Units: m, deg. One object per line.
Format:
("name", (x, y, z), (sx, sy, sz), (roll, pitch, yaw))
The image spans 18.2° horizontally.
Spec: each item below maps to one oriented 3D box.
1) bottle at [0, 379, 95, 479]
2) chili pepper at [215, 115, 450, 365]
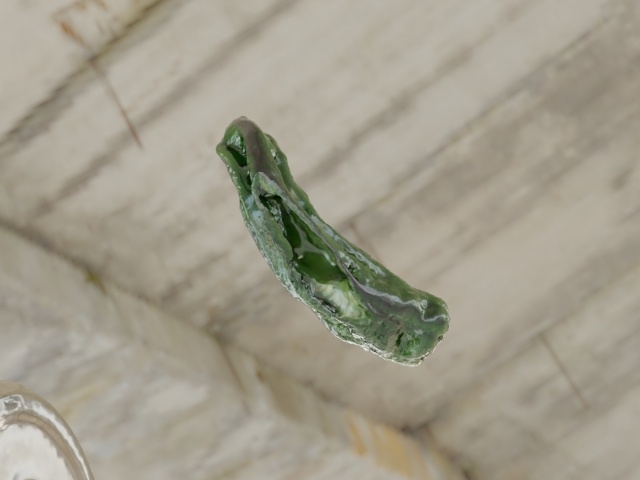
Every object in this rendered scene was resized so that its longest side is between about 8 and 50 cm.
("bottle", (-0.146, 0.101, 0.594), (0.152, 0.099, 0.099), (-16, -31, 19))
("chili pepper", (-0.005, -0.001, 1.096), (0.073, 0.182, 0.050), (-17, -28, -53))
